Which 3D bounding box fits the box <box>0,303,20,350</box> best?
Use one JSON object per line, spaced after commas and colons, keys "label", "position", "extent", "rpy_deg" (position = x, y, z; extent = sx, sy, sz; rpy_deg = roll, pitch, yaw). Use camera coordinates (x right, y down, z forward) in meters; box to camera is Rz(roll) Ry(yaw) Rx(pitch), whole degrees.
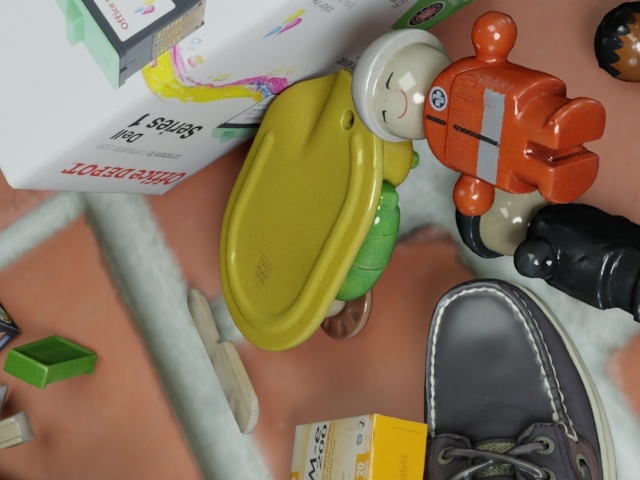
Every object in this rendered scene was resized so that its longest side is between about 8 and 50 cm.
{"label": "box", "position": [-0.348, 0.088, 0.887], "extent": [0.233, 0.044, 0.159], "rpy_deg": [-44, 62, 4]}

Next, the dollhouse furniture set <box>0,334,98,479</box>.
{"label": "dollhouse furniture set", "position": [-0.204, 0.142, 0.821], "extent": [0.076, 0.058, 0.152], "rpy_deg": [21, 101, 20]}

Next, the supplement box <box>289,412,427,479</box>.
{"label": "supplement box", "position": [0.018, 0.135, 0.693], "extent": [0.098, 0.036, 0.062], "rpy_deg": [-25, 55, 60]}

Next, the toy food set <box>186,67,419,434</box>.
{"label": "toy food set", "position": [0.000, 0.000, 0.746], "extent": [0.128, 0.071, 0.218], "rpy_deg": [54, 127, 42]}

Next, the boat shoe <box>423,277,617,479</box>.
{"label": "boat shoe", "position": [0.105, 0.148, 0.650], "extent": [0.102, 0.092, 0.285], "rpy_deg": [-11, 69, 19]}

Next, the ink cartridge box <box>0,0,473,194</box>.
{"label": "ink cartridge box", "position": [-0.058, -0.142, 0.734], "extent": [0.278, 0.201, 0.117], "rpy_deg": [-30, 81, 16]}

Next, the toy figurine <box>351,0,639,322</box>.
{"label": "toy figurine", "position": [0.143, -0.085, 0.652], "extent": [0.148, 0.213, 0.209], "rpy_deg": [29, 82, 44]}
